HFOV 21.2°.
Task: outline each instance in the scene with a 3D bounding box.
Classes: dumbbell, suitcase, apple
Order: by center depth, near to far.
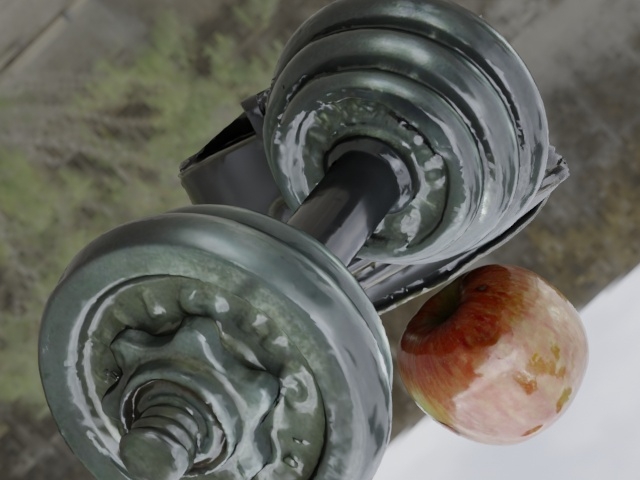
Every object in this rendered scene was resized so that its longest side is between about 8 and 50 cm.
[{"bbox_3d":[0.000,0.000,0.911,0.179,0.179,0.406,-40,-173,37],"label":"dumbbell"},{"bbox_3d":[0.139,0.091,1.352,0.146,0.131,0.146,-40,-162,15],"label":"apple"},{"bbox_3d":[0.024,-0.049,1.378,0.283,0.194,0.434,-28,-177,-3],"label":"suitcase"}]
